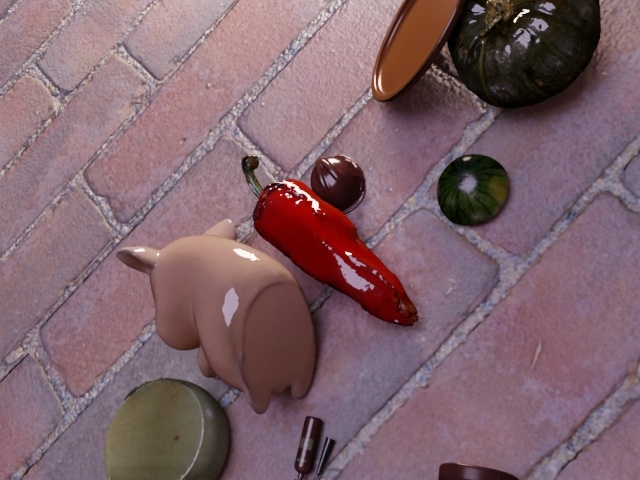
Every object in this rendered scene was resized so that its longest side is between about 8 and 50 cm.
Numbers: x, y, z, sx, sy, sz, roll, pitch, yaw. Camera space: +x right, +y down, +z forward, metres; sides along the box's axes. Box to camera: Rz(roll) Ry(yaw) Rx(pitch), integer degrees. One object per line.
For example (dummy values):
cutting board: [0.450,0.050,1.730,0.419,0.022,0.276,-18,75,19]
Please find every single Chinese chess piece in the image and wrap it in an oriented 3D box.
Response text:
Chinese chess piece: [-0.223,0.295,1.180,0.188,0.083,0.188,-14,57,23]

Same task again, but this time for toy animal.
toy animal: [-0.132,0.099,1.169,0.256,0.195,0.213,16,114,39]

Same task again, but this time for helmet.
helmet: [0.014,-0.096,1.248,0.089,0.057,0.111,-37,54,12]

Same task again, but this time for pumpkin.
pumpkin: [0.279,-0.293,1.129,0.224,0.157,0.223,-21,58,37]

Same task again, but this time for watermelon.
watermelon: [0.204,-0.076,1.125,0.105,0.062,0.105,-15,60,29]

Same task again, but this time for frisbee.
frisbee: [0.149,-0.319,1.220,0.251,0.021,0.251,-54,21,31]

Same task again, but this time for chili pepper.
chili pepper: [0.000,0.000,1.182,0.110,0.110,0.387,-50,55,0]

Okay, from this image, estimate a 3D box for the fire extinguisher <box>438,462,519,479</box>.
fire extinguisher: [0.153,0.390,0.903,0.105,0.105,0.269,0,66,30]

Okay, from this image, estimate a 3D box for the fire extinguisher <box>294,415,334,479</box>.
fire extinguisher: [-0.009,0.290,1.095,0.046,0.032,0.100,13,70,-2]
